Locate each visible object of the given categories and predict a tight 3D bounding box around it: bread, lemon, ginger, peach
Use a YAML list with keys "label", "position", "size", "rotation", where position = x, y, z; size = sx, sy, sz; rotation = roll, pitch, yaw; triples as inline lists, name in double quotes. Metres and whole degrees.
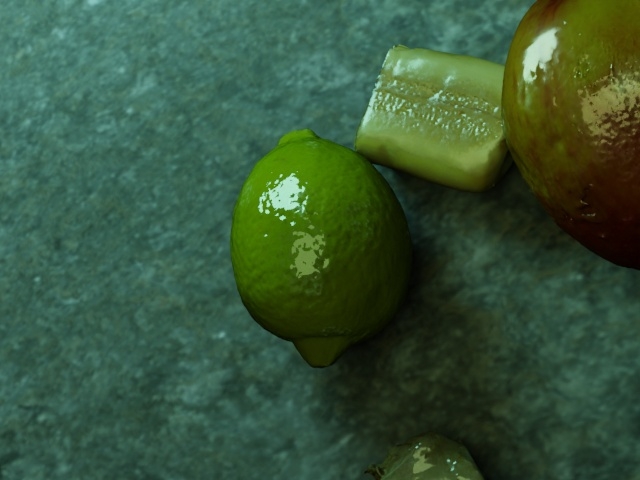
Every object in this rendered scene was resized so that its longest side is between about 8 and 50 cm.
- label: "bread"
  position: [0.126, -0.120, 1.466]
  size: [0.173, 0.085, 0.134]
  rotation: [21, 84, 24]
- label: "lemon"
  position: [0.000, 0.000, 1.439]
  size: [0.184, 0.184, 0.248]
  rotation: [-13, 72, 18]
- label: "ginger"
  position: [0.067, 0.271, 1.424]
  size: [0.213, 0.074, 0.137]
  rotation: [-24, 68, 11]
- label: "peach"
  position: [0.284, -0.106, 1.316]
  size: [0.238, 0.281, 0.281]
  rotation: [-21, 69, 55]
